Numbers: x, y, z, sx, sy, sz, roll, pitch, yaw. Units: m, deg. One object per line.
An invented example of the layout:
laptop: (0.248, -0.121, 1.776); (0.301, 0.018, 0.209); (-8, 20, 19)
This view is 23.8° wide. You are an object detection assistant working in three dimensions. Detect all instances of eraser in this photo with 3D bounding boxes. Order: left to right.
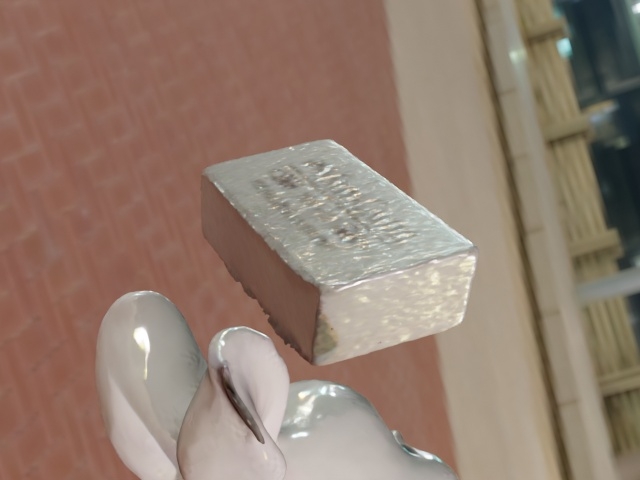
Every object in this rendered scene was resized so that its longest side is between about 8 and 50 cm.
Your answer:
eraser: (0.000, -0.001, 1.066); (0.352, 0.111, 0.077); (-137, -147, -66)

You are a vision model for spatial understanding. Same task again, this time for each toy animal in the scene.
toy animal: (0.017, 0.165, 0.751); (0.325, 0.154, 0.208); (46, -16, -24)
